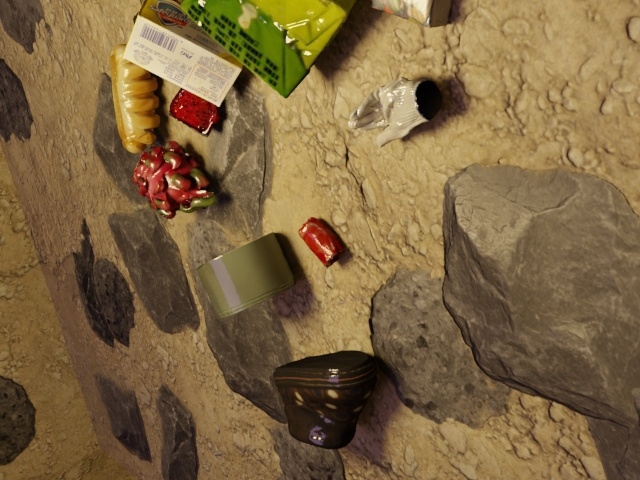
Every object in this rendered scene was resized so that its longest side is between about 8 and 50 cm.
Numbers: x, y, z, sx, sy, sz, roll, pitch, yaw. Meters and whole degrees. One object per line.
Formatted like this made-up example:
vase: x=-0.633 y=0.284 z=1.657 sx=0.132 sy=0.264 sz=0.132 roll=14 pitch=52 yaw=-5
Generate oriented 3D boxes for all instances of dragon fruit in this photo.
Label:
dragon fruit: x=-0.418 y=-0.170 z=2.113 sx=0.272 sy=0.198 sz=0.218 roll=13 pitch=90 yaw=62
dragon fruit: x=-0.316 y=-0.370 z=1.975 sx=0.161 sy=0.120 sz=0.127 roll=-51 pitch=24 yaw=25

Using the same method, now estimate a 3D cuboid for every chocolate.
chocolate: x=-0.095 y=-0.486 z=1.498 sx=0.301 sy=0.137 sz=0.289 roll=40 pitch=144 yaw=-6

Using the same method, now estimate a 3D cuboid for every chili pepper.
chili pepper: x=0.000 y=0.000 z=1.797 sx=0.123 sy=0.070 sz=0.073 roll=50 pitch=-174 yaw=13

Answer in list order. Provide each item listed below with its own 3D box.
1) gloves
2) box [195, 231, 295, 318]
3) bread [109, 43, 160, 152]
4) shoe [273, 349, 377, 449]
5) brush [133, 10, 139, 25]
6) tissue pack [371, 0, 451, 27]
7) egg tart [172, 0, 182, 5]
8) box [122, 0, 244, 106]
gloves: x=0.142 y=-0.247 z=1.446 sx=0.229 sy=0.097 sz=0.119 roll=-9 pitch=99 yaw=48
box: x=-0.194 y=0.091 z=1.958 sx=0.226 sy=0.226 sz=0.149 roll=-22 pitch=92 yaw=54
bread: x=-0.531 y=-0.408 z=2.158 sx=0.173 sy=0.121 sz=0.311 roll=36 pitch=132 yaw=57
shoe: x=0.026 y=0.416 z=1.921 sx=0.384 sy=0.171 sz=0.237 roll=-20 pitch=88 yaw=56
brush: x=-0.428 y=-0.579 z=1.993 sx=0.197 sy=0.059 sz=0.123 roll=-22 pitch=91 yaw=54
tissue pack: x=0.162 y=-0.450 z=1.328 sx=0.148 sy=0.060 sz=0.109 roll=33 pitch=133 yaw=35
egg tart: x=-0.350 y=-0.613 z=1.765 sx=0.290 sy=0.107 sz=0.291 roll=37 pitch=158 yaw=18
box: x=-0.318 y=-0.451 z=1.778 sx=0.265 sy=0.097 sz=0.168 roll=25 pitch=147 yaw=-14
